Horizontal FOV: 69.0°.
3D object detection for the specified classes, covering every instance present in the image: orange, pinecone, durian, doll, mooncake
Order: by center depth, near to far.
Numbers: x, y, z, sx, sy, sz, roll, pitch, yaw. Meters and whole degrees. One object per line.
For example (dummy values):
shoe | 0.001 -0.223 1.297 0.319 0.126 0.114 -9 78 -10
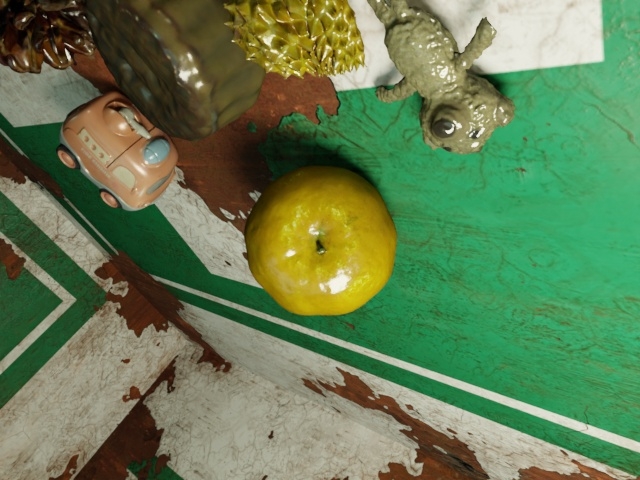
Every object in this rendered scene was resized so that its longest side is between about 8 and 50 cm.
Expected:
doll | 0.123 -0.232 0.556 0.202 0.091 0.286 10 136 34
durian | -0.032 -0.296 0.598 0.165 0.132 0.183 -4 111 27
mooncake | -0.233 -0.303 0.742 0.290 0.161 0.290 32 152 19
pinecone | -0.505 -0.411 0.770 0.295 0.298 0.242 34 129 10
orange | 0.000 0.000 0.851 0.279 0.279 0.235 38 -179 -1

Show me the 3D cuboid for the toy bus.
toy bus | -0.479 -0.229 1.149 0.232 0.194 0.288 -22 116 44
